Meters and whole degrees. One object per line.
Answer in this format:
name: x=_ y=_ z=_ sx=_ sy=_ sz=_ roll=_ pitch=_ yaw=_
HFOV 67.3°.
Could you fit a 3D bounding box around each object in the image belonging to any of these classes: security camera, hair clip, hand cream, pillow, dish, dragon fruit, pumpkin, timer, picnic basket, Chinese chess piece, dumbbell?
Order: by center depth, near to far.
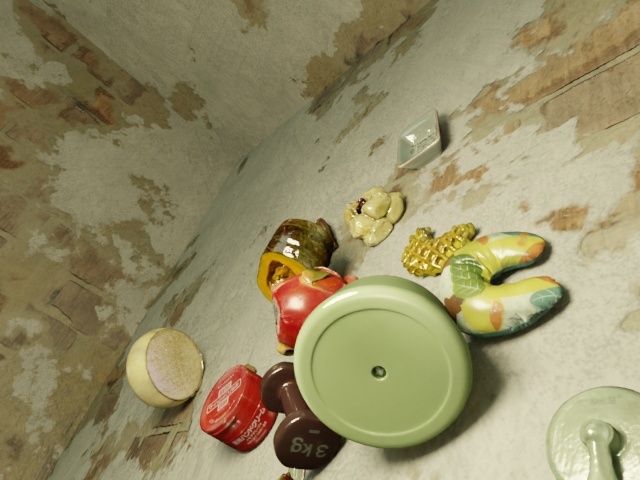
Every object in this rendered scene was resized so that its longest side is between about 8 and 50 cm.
security camera: x=0.327 y=0.295 z=0.551 sx=0.157 sy=0.080 sz=0.301 roll=-29 pitch=28 yaw=42
pillow: x=0.323 y=0.075 z=0.893 sx=0.214 sy=0.086 sz=0.233 roll=-24 pitch=31 yaw=28
timer: x=0.127 y=0.178 z=0.917 sx=0.291 sy=0.291 sz=0.315 roll=-42 pitch=1 yaw=18
hair clip: x=-0.060 y=0.501 z=1.007 sx=0.054 sy=0.022 sz=0.137 roll=-30 pitch=30 yaw=38
dumbbell: x=-0.050 y=0.370 z=1.039 sx=0.225 sy=0.140 sz=0.124 roll=-131 pitch=60 yaw=-67
dragon fruit: x=-0.009 y=0.171 z=1.174 sx=0.224 sy=0.227 sz=0.224 roll=-177 pitch=90 yaw=-77
hand cream: x=-0.207 y=0.434 z=1.248 sx=0.193 sy=0.125 sz=0.193 roll=-41 pitch=25 yaw=24
pumpkin: x=-0.056 y=0.086 z=1.373 sx=0.139 sy=0.221 sz=0.317 roll=-58 pitch=-6 yaw=-39
dish: x=0.317 y=-0.308 z=1.485 sx=0.154 sy=0.064 sz=0.234 roll=-34 pitch=29 yaw=34
picnic basket: x=0.000 y=0.000 z=1.612 sx=0.110 sy=0.055 sz=0.193 roll=-44 pitch=23 yaw=12
Chinese chess piece: x=-0.529 y=0.433 z=1.650 sx=0.112 sy=0.270 sz=0.270 roll=-26 pitch=31 yaw=24

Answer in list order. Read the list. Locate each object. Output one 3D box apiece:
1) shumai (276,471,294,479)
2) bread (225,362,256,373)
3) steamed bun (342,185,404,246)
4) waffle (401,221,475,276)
shumai: x=-0.059 y=0.535 z=0.813 sx=0.218 sy=0.189 sz=0.256 roll=-44 pitch=0 yaw=-33
bread: x=-0.246 y=0.413 z=1.432 sx=0.113 sy=0.060 sz=0.082 roll=-31 pitch=27 yaw=35
steamed bun: x=0.150 y=-0.087 z=1.405 sx=0.192 sy=0.106 sz=0.177 roll=-45 pitch=25 yaw=10
waffle: x=0.266 y=0.012 z=1.114 sx=0.194 sy=0.051 sz=0.149 roll=-19 pitch=40 yaw=52
